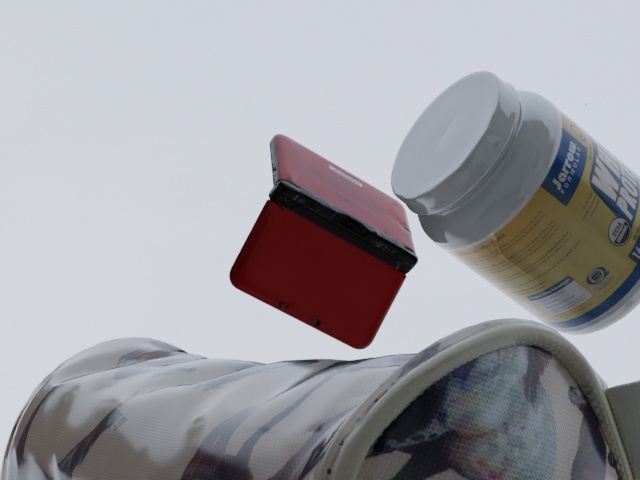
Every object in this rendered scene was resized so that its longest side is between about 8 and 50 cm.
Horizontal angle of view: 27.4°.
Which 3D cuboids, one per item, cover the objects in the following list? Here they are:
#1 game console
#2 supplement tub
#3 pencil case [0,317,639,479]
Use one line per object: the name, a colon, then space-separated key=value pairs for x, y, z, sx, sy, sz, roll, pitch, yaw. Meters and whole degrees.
game console: x=0.000 y=0.000 z=1.096 sx=0.144 sy=0.124 sz=0.085 roll=29 pitch=-61 yaw=-25
supplement tub: x=0.170 y=-0.029 z=1.055 sx=0.199 sy=0.144 sz=0.144 roll=35 pitch=-77 yaw=-24
pencil case: x=-0.024 y=0.123 z=0.636 sx=0.183 sy=0.410 sz=0.160 roll=-9 pitch=-90 yaw=-31
